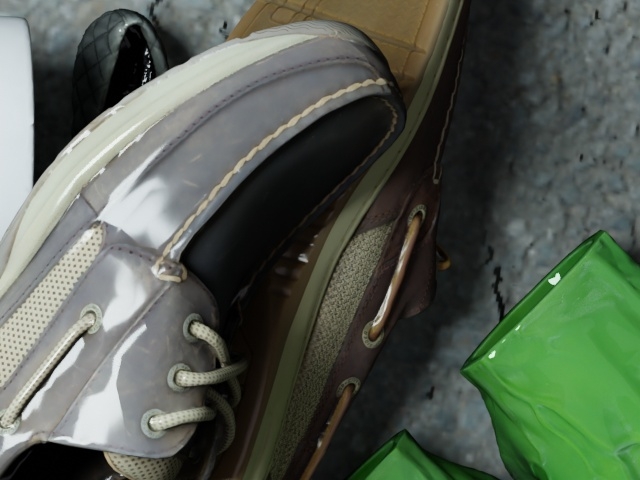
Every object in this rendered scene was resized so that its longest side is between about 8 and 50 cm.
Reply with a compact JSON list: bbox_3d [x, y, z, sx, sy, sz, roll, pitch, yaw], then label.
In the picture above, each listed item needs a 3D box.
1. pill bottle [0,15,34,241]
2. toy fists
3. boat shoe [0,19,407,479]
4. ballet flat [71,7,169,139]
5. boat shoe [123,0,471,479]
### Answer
[{"bbox_3d":[-0.265,-0.041,0.809,0.265,0.153,0.153,-1,91,-14],"label":"pill bottle"},{"bbox_3d":[0.106,0.132,0.930,0.279,0.096,0.142,-44,90,-7],"label":"toy fists"},{"bbox_3d":[-0.089,0.055,0.784,0.355,0.132,0.130,-42,66,8],"label":"boat shoe"},{"bbox_3d":[-0.099,-0.030,0.899,0.057,0.049,0.173,-6,93,-13],"label":"ballet flat"},{"bbox_3d":[0.000,0.000,0.902,0.123,0.123,0.342,35,72,-53],"label":"boat shoe"}]
